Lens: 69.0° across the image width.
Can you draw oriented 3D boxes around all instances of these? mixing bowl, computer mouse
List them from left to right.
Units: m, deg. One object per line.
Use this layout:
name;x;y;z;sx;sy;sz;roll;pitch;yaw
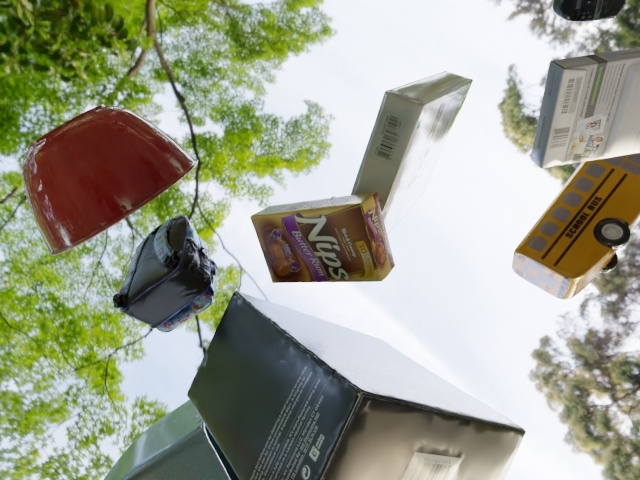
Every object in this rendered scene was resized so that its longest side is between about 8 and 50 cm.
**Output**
mixing bowl;-0.232;-0.077;0.487;0.181;0.181;0.098;-46;-64;-35
computer mouse;0.494;-0.389;0.729;0.242;0.071;0.041;1;-133;11

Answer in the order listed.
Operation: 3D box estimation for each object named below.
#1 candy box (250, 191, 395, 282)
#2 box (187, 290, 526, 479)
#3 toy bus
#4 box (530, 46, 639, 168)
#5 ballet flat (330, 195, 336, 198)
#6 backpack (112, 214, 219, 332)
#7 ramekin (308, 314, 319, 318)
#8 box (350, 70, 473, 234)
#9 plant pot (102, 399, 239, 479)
candy box;0.000;0.000;0.644;0.053;0.187;0.109;-39;-63;-51
box;0.043;0.244;0.660;0.343;0.312;0.179;26;-91;-35
toy bus;0.479;-0.056;0.790;0.130;0.108;0.332;35;-101;32
box;0.394;-0.180;0.631;0.186;0.145;0.038;-9;-141;0
ballet flat;0.093;-0.068;1.274;0.221;0.077;0.079;20;-91;-49
backpack;-0.260;0.048;0.810;0.117;0.158;0.173;44;-161;-35
ramekin;-0.101;0.240;0.981;0.273;0.273;0.127;-8;-101;-25
box;0.141;-0.135;0.735;0.058;0.232;0.322;28;-148;17
plant pot;-0.283;0.489;0.896;0.252;0.248;0.247;-27;-85;-12
